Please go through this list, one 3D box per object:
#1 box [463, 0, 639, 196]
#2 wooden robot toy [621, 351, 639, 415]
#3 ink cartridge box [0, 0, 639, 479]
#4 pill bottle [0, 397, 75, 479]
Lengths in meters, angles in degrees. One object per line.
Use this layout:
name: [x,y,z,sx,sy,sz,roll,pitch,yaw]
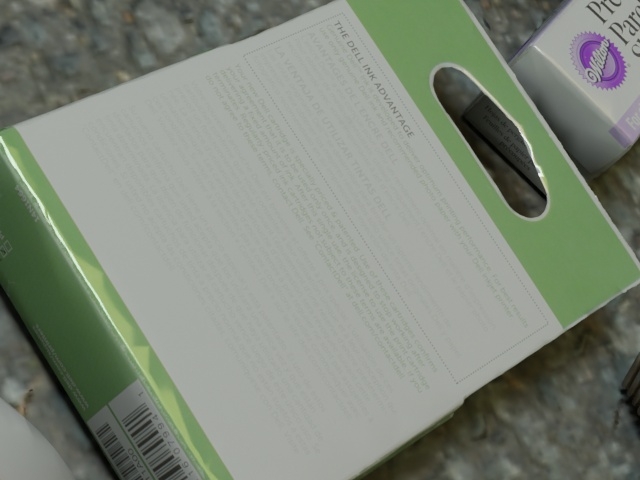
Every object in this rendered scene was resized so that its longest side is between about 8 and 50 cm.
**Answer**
box: [0.184,-0.142,0.813,0.067,0.063,0.324,44,53,0]
wooden robot toy: [0.152,0.123,0.659,0.079,0.076,0.173,-9,70,-21]
ink cartridge box: [0.000,0.000,0.642,0.235,0.056,0.171,-28,82,-40]
pill bottle: [-0.183,0.215,0.322,0.224,0.224,0.392,17,58,-21]
